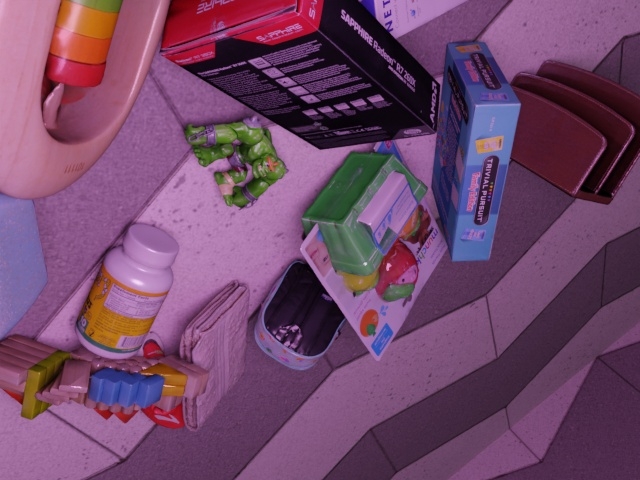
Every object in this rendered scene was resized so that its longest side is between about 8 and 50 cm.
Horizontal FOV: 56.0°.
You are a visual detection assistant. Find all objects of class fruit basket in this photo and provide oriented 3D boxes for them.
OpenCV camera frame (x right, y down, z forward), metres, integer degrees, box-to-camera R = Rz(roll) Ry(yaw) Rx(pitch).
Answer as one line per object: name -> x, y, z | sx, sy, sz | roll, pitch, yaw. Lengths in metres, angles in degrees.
fruit basket -> 0.132, 0.014, 1.176 | 0.327, 0.165, 0.353 | -53, 125, -26

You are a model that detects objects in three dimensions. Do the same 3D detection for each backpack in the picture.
backpack -> -0.043, 0.160, 1.203 | 0.144, 0.166, 0.188 | -52, -174, 46

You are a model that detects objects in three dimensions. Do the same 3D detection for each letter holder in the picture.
letter holder -> 0.484, -0.243, 1.213 | 0.152, 0.302, 0.214 | 5, 120, -40

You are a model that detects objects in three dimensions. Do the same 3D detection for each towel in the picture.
towel -> -0.205, 0.230, 1.198 | 0.187, 0.049, 0.282 | -48, 153, -47

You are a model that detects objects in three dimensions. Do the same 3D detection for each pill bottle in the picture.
pill bottle -> -0.316, 0.082, 0.999 | 0.117, 0.117, 0.208 | 13, 115, -43

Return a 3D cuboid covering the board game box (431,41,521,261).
board game box -> 0.285, -0.168, 1.155 | 0.079, 0.254, 0.336 | -2, 130, 0

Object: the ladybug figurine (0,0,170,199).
ladybug figurine -> -0.294, -0.266, 0.654 | 0.449, 0.162, 0.305 | -65, 174, 17

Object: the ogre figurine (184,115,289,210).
ogre figurine -> -0.130, -0.135, 0.991 | 0.118, 0.097, 0.197 | -25, 122, 6

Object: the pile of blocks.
pile of blocks -> -0.370, 0.253, 0.984 | 0.362, 0.149, 0.113 | 11, 104, -17

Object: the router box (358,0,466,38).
router box -> 0.144, -0.493, 0.851 | 0.301, 0.082, 0.335 | -35, 134, -25

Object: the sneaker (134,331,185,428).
sneaker -> -0.317, 0.304, 1.179 | 0.107, 0.118, 0.279 | -28, 135, -15

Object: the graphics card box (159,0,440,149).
graphics card box -> -0.008, -0.241, 0.860 | 0.371, 0.232, 0.094 | 22, 70, -51

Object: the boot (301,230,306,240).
boot -> 0.000, 0.000, 1.240 | 0.087, 0.042, 0.118 | 7, 118, -34

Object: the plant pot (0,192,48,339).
plant pot -> -0.488, 0.012, 0.727 | 0.252, 0.247, 0.248 | -26, 137, -38
